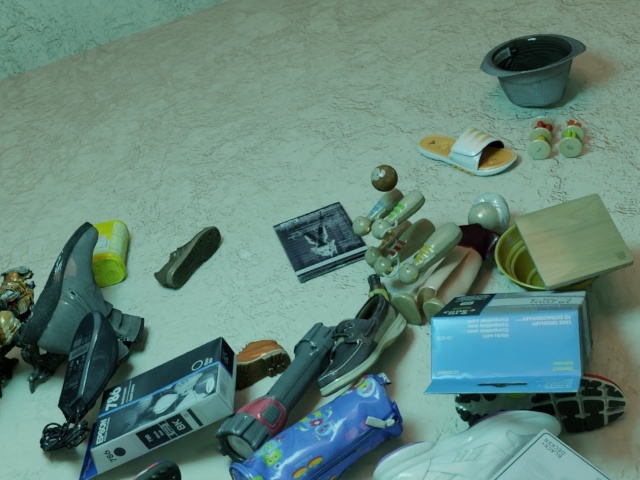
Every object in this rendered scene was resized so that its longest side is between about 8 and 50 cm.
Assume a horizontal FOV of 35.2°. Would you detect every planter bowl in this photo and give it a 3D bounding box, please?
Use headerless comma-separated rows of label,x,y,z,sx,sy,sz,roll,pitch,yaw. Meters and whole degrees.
planter bowl,0.441,0.049,1.901,0.217,0.090,0.217,-9,39,7

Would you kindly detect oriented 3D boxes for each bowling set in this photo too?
bowling set,0.126,-0.033,1.996,0.154,0.200,0.287,-42,13,-13

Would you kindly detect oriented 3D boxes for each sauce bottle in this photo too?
sauce bottle,0.116,0.114,1.998,0.042,0.042,0.128,-16,33,3

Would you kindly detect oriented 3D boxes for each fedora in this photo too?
fedora,0.519,-0.402,2.447,0.244,0.124,0.275,-22,27,-11

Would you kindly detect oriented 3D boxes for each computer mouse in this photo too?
computer mouse,-0.437,0.267,1.899,0.188,0.072,0.272,-22,51,53

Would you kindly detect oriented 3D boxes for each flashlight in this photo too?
flashlight,-0.066,0.275,1.819,0.103,0.103,0.304,12,40,27

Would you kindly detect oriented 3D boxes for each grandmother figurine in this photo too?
grandmother figurine,0.285,0.029,1.995,0.208,0.104,0.342,16,49,26

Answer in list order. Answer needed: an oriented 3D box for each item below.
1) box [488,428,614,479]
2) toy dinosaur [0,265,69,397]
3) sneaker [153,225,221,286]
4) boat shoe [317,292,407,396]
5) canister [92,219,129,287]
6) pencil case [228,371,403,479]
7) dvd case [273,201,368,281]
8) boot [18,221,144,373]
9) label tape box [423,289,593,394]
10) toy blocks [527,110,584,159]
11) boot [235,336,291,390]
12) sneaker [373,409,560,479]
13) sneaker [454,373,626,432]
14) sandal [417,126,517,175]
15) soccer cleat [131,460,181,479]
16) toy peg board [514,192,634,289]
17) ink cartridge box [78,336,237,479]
box,0.287,0.425,1.441,0.290,0.087,0.169,-36,52,-25
toy dinosaur,-0.651,0.195,2.059,0.164,0.218,0.322,7,42,29
sneaker,-0.302,0.028,2.267,0.071,0.066,0.188,10,43,35
boat shoe,0.062,0.183,1.820,0.103,0.092,0.285,-34,3,38
canister,-0.510,0.030,2.347,0.126,0.073,0.170,-14,34,5
pencil case,0.002,0.344,1.667,0.306,0.119,0.133,-32,15,-17
dvd case,0.000,0.000,2.219,0.164,0.018,0.221,-20,35,-6
boot,-0.467,0.129,2.103,0.223,0.118,0.338,26,47,-12
label tape box,0.314,0.160,1.664,0.241,0.106,0.334,-4,5,18
toy blocks,0.538,-0.248,2.294,0.123,0.054,0.148,-3,38,21
boot,-0.143,0.234,1.937,0.158,0.059,0.084,-16,31,-13
sneaker,0.244,0.365,1.578,0.305,0.114,0.152,-19,59,-7
sneaker,0.362,0.242,1.675,0.279,0.107,0.118,0,25,17
sandal,0.325,-0.219,2.325,0.265,0.076,0.102,19,49,40
soccer cleat,-0.363,0.475,1.665,0.116,0.108,0.318,13,48,41
toy peg board,0.453,0.018,1.818,0.161,0.079,0.160,-17,53,-1
ink cartridge box,-0.306,0.305,1.822,0.333,0.065,0.165,-28,29,13
